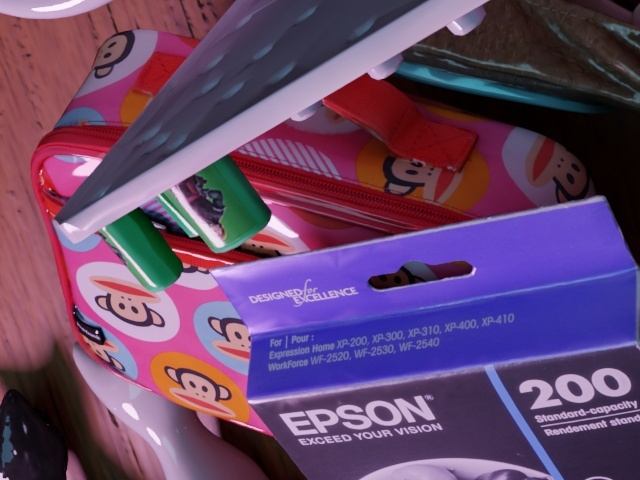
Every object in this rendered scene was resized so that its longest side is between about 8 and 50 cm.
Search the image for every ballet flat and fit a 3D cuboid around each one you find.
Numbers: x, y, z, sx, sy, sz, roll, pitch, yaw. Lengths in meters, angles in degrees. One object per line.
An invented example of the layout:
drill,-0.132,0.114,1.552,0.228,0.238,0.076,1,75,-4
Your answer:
ballet flat,0.162,-0.104,0.978,0.342,0.116,0.124,20,102,20

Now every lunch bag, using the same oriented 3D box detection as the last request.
lunch bag,0.000,0.000,1.052,0.293,0.120,0.258,15,143,16

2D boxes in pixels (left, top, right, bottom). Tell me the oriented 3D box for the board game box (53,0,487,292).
board game box,0.113,-0.162,0.796,0.390,0.390,0.050,-28,109,36

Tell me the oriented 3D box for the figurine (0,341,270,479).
figurine,-0.122,0.164,1.278,0.215,0.092,0.209,-31,92,35

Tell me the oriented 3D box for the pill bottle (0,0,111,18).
pill bottle,-0.069,-0.219,0.929,0.160,0.283,0.160,13,119,24

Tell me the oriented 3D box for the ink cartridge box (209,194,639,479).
ink cartridge box,0.076,0.076,0.964,0.206,0.045,0.208,-11,134,26
